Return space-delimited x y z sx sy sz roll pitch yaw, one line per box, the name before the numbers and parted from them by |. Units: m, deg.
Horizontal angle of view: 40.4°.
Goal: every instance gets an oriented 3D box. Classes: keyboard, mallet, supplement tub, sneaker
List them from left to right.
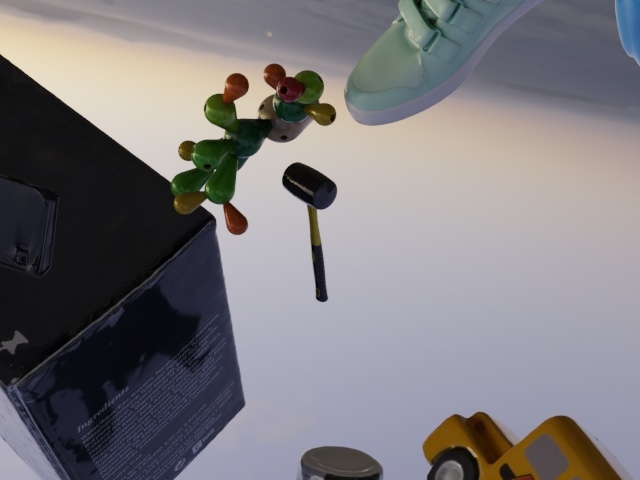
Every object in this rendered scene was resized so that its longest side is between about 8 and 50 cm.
keyboard | -0.312 -0.018 0.749 0.180 0.108 0.023 17 -164 10
mallet | 0.000 0.000 1.011 0.039 0.190 0.062 -31 -143 -28
supplement tub | 0.017 0.382 1.161 0.117 0.190 0.117 8 -173 -1
sneaker | 0.089 -0.210 0.680 0.151 0.256 0.094 34 -158 -46

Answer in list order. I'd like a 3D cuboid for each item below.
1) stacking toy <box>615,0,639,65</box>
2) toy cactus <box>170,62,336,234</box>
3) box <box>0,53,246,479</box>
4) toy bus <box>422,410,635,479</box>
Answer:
stacking toy | 0.461 -0.316 0.928 0.165 0.302 0.175 25 161 38
toy cactus | -0.051 -0.101 0.835 0.112 0.219 0.180 47 -140 4
box | -0.376 0.070 1.151 0.480 0.472 0.297 36 -117 23
toy bus | 0.202 0.248 0.641 0.108 0.130 0.333 38 -168 -34
